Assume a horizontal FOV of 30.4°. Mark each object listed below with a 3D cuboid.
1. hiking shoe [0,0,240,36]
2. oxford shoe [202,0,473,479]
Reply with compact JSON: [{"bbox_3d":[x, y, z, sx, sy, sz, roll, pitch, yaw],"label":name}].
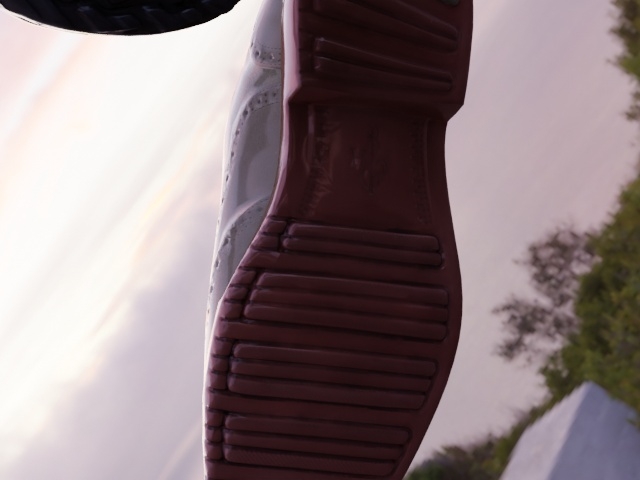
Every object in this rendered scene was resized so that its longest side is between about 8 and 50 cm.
[{"bbox_3d":[-0.069,-0.143,0.528,0.227,0.086,0.114,-29,22,-38],"label":"hiking shoe"},{"bbox_3d":[0.000,0.000,0.712,0.146,0.141,0.396,-179,101,-69],"label":"oxford shoe"}]
